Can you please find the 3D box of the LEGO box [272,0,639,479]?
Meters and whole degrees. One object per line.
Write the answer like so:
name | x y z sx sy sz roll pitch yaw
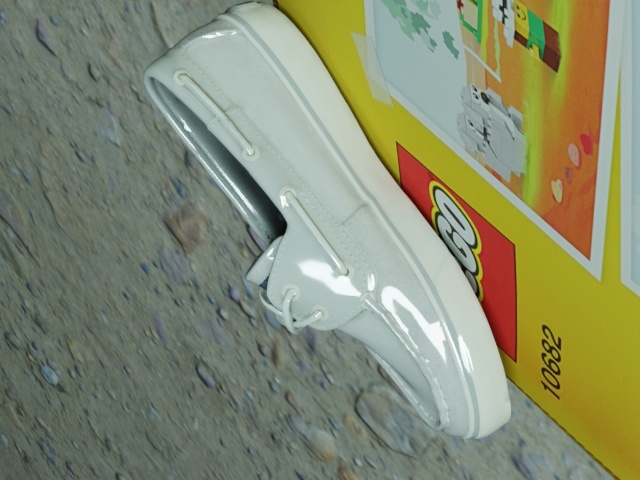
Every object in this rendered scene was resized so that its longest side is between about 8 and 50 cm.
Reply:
LEGO box | 0.144 -0.129 0.435 0.372 0.193 0.500 44 157 35

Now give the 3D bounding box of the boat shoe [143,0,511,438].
boat shoe | 0.000 0.000 0.591 0.184 0.063 0.066 59 162 0
